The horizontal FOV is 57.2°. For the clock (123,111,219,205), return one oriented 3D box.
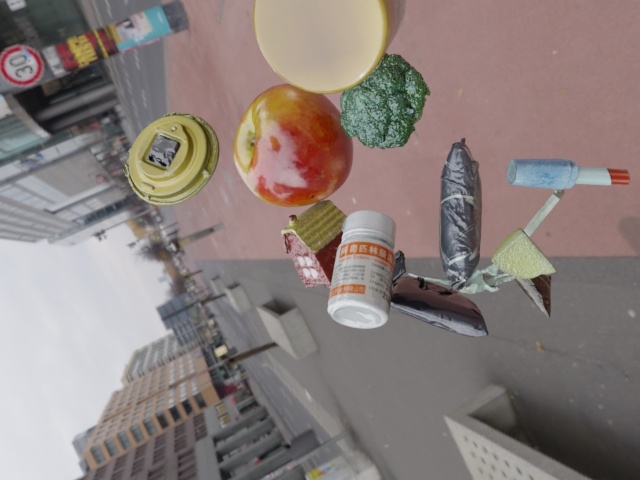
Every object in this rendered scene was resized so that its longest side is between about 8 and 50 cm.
[{"bbox_3d":[-0.347,-0.195,1.339,0.237,0.237,0.057,58,-175,23],"label":"clock"}]

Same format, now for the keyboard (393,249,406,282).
[{"bbox_3d":[0.142,0.118,1.522,0.023,0.231,0.072,26,-142,-27],"label":"keyboard"}]

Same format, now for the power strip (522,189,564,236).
[{"bbox_3d":[0.651,-0.077,1.728,0.029,0.080,0.227,38,128,13],"label":"power strip"}]

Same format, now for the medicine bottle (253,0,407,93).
[{"bbox_3d":[0.027,-0.415,1.068,0.232,0.238,0.238,-61,-42,-53],"label":"medicine bottle"}]

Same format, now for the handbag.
[{"bbox_3d":[0.292,0.161,1.504,0.211,0.254,0.088,-63,-10,-74],"label":"handbag"}]

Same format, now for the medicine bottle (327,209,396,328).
[{"bbox_3d":[0.101,0.065,1.358,0.144,0.144,0.252,84,-166,-56],"label":"medicine bottle"}]

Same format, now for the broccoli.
[{"bbox_3d":[0.189,-0.372,1.622,0.270,0.270,0.270,2,93,42],"label":"broccoli"}]

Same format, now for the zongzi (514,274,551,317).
[{"bbox_3d":[0.711,0.157,2.015,0.187,0.184,0.084,30,132,-8],"label":"zongzi"}]

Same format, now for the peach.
[{"bbox_3d":[-0.070,-0.282,1.819,0.388,0.388,0.388,58,166,24],"label":"peach"}]

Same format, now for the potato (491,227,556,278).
[{"bbox_3d":[0.566,0.056,1.661,0.149,0.120,0.081,47,-165,-4],"label":"potato"}]

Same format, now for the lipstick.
[{"bbox_3d":[0.560,-0.148,1.313,0.061,0.274,0.068,-92,5,-50],"label":"lipstick"}]

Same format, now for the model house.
[{"bbox_3d":[0.000,0.000,1.878,0.160,0.196,0.254,2,126,51],"label":"model house"}]

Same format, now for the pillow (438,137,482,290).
[{"bbox_3d":[0.306,-0.054,1.288,0.161,0.093,0.335,49,-137,-68],"label":"pillow"}]

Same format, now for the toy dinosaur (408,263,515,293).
[{"bbox_3d":[0.485,0.132,1.926,0.205,0.393,0.092,108,156,-84],"label":"toy dinosaur"}]
